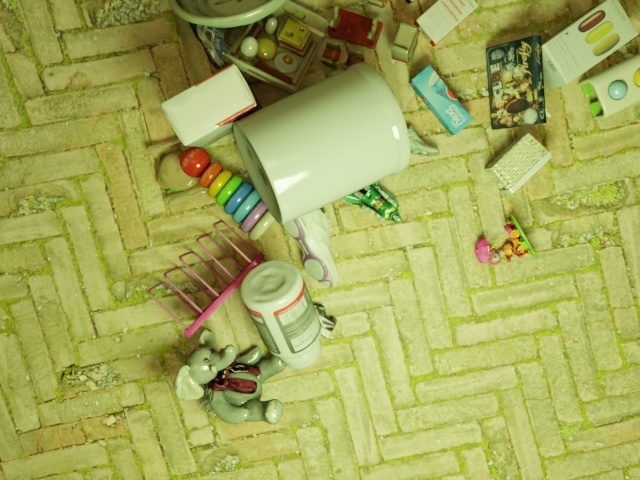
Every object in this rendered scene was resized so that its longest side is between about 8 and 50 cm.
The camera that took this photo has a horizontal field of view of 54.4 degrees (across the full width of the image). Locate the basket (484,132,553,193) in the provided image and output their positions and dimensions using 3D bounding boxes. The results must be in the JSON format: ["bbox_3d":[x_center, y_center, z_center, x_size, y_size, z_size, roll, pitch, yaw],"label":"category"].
[{"bbox_3d":[0.586,-0.231,1.861,0.167,0.113,0.103,-43,91,4],"label":"basket"}]

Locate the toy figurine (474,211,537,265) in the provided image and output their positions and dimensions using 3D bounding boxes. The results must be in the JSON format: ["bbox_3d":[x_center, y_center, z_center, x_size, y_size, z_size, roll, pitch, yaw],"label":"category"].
[{"bbox_3d":[0.553,0.023,1.906,0.159,0.130,0.173,-30,121,16],"label":"toy figurine"}]

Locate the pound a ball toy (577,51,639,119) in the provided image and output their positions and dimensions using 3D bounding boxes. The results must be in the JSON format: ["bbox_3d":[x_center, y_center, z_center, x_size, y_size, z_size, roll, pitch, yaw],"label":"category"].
[{"bbox_3d":[0.959,-0.447,1.827,0.319,0.136,0.208,-26,96,3],"label":"pound a ball toy"}]

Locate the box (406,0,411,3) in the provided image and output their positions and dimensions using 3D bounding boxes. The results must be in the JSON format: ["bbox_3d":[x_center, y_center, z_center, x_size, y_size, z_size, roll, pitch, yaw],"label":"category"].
[{"bbox_3d":[0.264,-0.828,1.820,0.184,0.045,0.191,44,94,-7],"label":"box"}]

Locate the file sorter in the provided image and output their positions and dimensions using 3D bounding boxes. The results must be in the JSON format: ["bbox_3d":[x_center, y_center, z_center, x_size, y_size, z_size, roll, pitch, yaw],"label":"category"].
[{"bbox_3d":[-0.336,0.100,1.841,0.182,0.202,0.291,44,94,-4],"label":"file sorter"}]

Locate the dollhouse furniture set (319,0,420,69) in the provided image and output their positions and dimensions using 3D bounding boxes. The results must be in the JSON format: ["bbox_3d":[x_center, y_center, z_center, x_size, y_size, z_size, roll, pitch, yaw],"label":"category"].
[{"bbox_3d":[0.151,-0.604,1.823,0.258,0.135,0.262,22,96,8],"label":"dollhouse furniture set"}]

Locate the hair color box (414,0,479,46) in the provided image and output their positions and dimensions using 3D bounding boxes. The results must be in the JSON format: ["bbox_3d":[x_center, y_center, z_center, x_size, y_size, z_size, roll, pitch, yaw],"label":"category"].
[{"bbox_3d":[0.370,-0.664,1.836,0.167,0.053,0.093,-41,94,5],"label":"hair color box"}]

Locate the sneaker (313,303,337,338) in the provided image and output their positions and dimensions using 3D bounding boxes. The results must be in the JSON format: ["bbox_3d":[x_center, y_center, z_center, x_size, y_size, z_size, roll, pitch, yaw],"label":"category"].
[{"bbox_3d":[-0.026,0.224,1.935,0.178,0.072,0.077,39,81,-11],"label":"sneaker"}]

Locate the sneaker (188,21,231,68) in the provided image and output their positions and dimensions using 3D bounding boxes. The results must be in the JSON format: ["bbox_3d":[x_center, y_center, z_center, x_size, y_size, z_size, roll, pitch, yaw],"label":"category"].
[{"bbox_3d":[-0.327,-0.614,1.827,0.081,0.080,0.211,-31,106,-4],"label":"sneaker"}]

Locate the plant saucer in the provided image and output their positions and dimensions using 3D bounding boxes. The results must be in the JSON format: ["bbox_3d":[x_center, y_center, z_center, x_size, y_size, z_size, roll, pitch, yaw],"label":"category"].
[{"bbox_3d":[-0.223,-0.705,1.736,0.399,0.101,0.401,-6,56,9],"label":"plant saucer"}]

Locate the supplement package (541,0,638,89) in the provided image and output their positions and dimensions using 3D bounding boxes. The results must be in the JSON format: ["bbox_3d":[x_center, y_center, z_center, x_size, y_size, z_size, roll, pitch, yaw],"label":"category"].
[{"bbox_3d":[0.757,-0.571,1.810,0.244,0.134,0.139,-36,96,3],"label":"supplement package"}]

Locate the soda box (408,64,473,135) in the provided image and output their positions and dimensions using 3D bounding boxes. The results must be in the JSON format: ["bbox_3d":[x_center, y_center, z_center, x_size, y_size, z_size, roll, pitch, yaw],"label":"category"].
[{"bbox_3d":[0.358,-0.416,1.857,0.071,0.067,0.210,-40,96,4],"label":"soda box"}]

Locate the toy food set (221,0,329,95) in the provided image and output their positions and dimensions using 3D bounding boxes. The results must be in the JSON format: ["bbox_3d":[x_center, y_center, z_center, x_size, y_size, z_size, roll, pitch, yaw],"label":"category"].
[{"bbox_3d":[-0.120,-0.567,1.761,0.219,0.092,0.306,25,60,-4],"label":"toy food set"}]

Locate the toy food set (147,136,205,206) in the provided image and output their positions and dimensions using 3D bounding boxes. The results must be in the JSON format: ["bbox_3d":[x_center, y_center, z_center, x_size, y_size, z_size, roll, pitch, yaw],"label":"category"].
[{"bbox_3d":[-0.433,-0.210,1.891,0.132,0.038,0.192,-21,91,-5],"label":"toy food set"}]

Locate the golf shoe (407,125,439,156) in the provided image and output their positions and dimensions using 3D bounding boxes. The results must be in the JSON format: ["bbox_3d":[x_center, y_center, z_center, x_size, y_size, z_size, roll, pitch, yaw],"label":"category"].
[{"bbox_3d":[0.279,-0.302,1.872,0.176,0.069,0.086,14,90,-3],"label":"golf shoe"}]

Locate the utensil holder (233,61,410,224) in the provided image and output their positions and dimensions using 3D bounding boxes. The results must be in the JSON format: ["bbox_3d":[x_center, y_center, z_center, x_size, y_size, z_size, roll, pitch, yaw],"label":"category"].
[{"bbox_3d":[0.000,-0.257,1.699,0.385,0.327,0.328,-27,96,-11],"label":"utensil holder"}]

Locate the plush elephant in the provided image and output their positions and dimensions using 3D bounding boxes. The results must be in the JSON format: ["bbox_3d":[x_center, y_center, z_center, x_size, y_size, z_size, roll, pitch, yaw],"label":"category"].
[{"bbox_3d":[-0.284,0.392,1.842,0.329,0.272,0.255,-20,124,25],"label":"plush elephant"}]

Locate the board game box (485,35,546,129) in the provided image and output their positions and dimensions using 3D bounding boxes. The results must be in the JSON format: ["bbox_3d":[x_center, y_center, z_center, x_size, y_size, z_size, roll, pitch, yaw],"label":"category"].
[{"bbox_3d":[0.566,-0.452,1.812,0.042,0.165,0.244,-11,98,-37],"label":"board game box"}]

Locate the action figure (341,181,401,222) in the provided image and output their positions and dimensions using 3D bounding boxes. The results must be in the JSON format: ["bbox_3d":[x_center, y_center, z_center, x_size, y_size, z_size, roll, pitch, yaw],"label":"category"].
[{"bbox_3d":[0.155,-0.130,1.890,0.232,0.063,0.137,38,103,-3],"label":"action figure"}]

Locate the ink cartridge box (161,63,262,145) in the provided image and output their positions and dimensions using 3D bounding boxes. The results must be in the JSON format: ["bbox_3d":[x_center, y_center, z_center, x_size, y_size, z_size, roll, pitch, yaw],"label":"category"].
[{"bbox_3d":[-0.288,-0.366,1.735,0.226,0.306,0.131,-30,96,3],"label":"ink cartridge box"}]

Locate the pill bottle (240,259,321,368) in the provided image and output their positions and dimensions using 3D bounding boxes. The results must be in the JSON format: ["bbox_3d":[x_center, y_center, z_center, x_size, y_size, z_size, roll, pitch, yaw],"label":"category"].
[{"bbox_3d":[-0.097,0.221,1.769,0.176,0.176,0.319,-18,131,1],"label":"pill bottle"}]

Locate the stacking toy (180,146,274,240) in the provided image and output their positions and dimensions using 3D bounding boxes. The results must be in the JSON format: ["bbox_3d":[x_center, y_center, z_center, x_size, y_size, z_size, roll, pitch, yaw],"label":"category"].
[{"bbox_3d":[-0.276,-0.152,1.838,0.330,0.141,0.141,40,95,-7],"label":"stacking toy"}]

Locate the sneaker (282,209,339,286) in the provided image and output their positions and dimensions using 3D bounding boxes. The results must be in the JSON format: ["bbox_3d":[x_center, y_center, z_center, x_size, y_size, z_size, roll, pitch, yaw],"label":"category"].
[{"bbox_3d":[0.000,0.000,1.875,0.152,0.114,0.305,-44,121,-36],"label":"sneaker"}]
